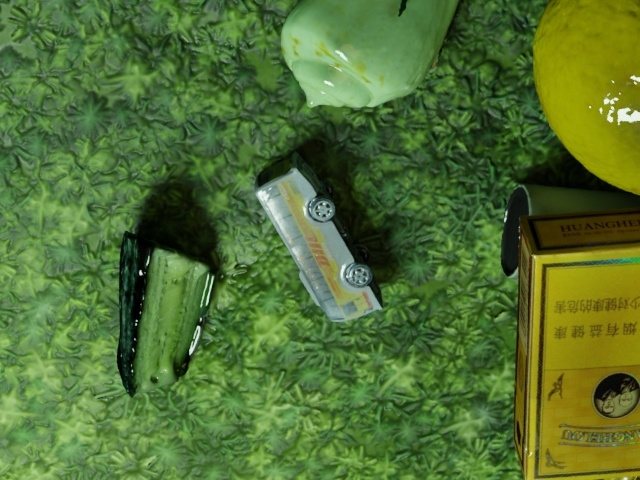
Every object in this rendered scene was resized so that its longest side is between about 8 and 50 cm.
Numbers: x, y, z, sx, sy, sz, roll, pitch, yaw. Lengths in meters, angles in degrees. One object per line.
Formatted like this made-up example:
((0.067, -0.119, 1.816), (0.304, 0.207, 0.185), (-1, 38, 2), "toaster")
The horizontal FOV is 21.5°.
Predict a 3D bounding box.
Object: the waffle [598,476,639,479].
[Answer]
((0.417, 0.172, 1.923), (0.293, 0.069, 0.260), (-16, 112, -3), "waffle")

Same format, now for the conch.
((0.071, -0.232, 1.718), (0.250, 0.137, 0.143), (-42, 83, -12), "conch")

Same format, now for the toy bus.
((0.000, 0.000, 1.808), (0.075, 0.064, 0.190), (-26, 111, 8), "toy bus")

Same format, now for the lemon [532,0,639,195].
((0.343, -0.170, 1.696), (0.267, 0.267, 0.267), (-2, 110, -7), "lemon")

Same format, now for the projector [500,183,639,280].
((0.371, 0.004, 1.836), (0.337, 0.108, 0.108), (5, 109, -9), "projector")

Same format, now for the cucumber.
((-0.179, 0.068, 1.799), (0.085, 0.115, 0.193), (21, 117, 31), "cucumber")

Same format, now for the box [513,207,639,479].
((0.307, 0.114, 1.783), (0.192, 0.084, 0.302), (-4, 122, -1), "box")
